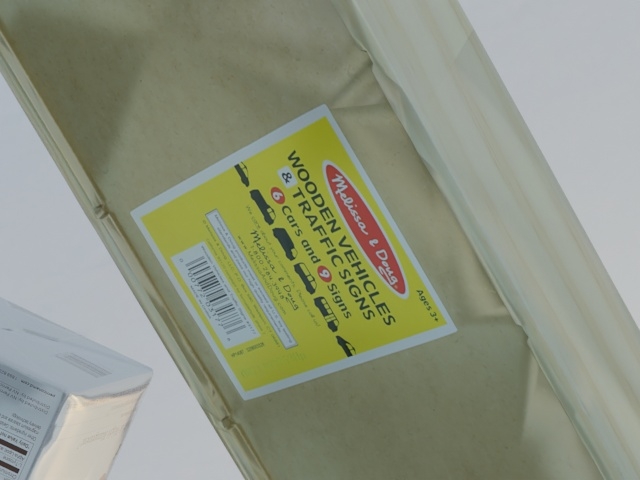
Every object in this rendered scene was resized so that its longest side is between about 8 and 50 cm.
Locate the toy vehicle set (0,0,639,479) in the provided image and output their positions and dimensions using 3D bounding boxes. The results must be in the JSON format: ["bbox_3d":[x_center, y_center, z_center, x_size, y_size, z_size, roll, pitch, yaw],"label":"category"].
[{"bbox_3d":[0.000,0.000,0.488,0.035,0.267,0.166,-35,-172,-39],"label":"toy vehicle set"}]

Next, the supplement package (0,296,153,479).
[{"bbox_3d":[-0.223,0.143,0.922,0.149,0.203,0.194,25,-177,8],"label":"supplement package"}]
